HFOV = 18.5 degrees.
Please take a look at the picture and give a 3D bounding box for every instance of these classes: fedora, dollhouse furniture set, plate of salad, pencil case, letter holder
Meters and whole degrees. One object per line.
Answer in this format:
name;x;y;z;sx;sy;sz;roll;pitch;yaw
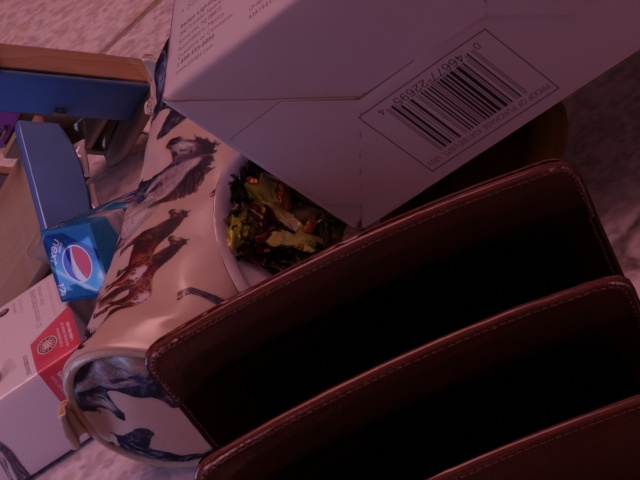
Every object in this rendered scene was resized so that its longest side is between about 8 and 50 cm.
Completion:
fedora;0.141;-0.043;1.659;0.194;0.079;0.194;-23;38;20
dollhouse furniture set;-0.269;-0.015;2.031;0.286;0.198;0.303;-55;43;41
plate of salad;0.000;0.000;1.620;0.048;0.200;0.200;-34;22;46
pencil case;-0.105;-0.004;1.700;0.184;0.160;0.410;-10;48;29
letter holder;0.068;0.107;1.246;0.302;0.214;0.152;-25;48;6

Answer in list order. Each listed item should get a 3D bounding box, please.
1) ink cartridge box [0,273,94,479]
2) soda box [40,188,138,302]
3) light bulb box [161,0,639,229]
ink cartridge box;-0.296;0.147;1.807;0.218;0.092;0.158;-35;30;3
soda box;-0.161;-0.010;1.835;0.067;0.071;0.210;-9;12;37
light bulb box;0.078;-0.269;1.586;0.358;0.225;0.361;-33;38;33
